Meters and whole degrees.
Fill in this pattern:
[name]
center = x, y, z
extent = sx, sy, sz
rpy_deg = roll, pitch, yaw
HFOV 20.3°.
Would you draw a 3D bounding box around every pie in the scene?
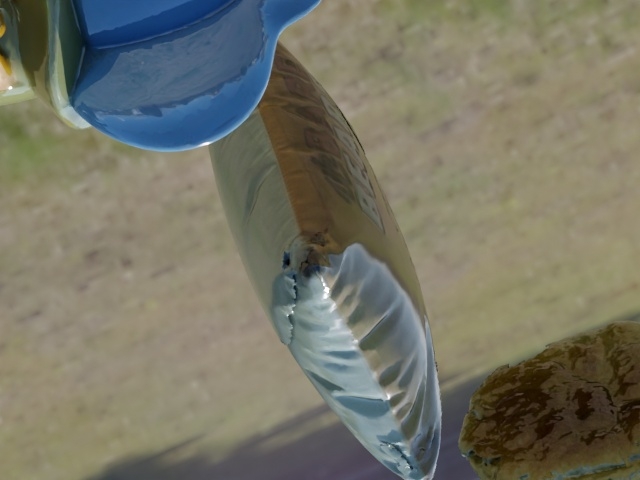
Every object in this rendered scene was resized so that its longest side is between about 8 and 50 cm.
[pie]
center = 0.082, 0.052, 0.529
extent = 0.084, 0.020, 0.084
rpy_deg = -15, -149, 9

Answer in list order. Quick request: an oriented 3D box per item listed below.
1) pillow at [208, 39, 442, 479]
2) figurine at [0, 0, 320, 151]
[pillow]
center = 0.000, 0.000, 1.363
extent = 0.119, 0.310, 0.312
rpy_deg = -22, 139, 5
[figurine]
center = -0.058, -0.154, 0.663
extent = 0.262, 0.180, 0.154
rpy_deg = -49, -166, -12
